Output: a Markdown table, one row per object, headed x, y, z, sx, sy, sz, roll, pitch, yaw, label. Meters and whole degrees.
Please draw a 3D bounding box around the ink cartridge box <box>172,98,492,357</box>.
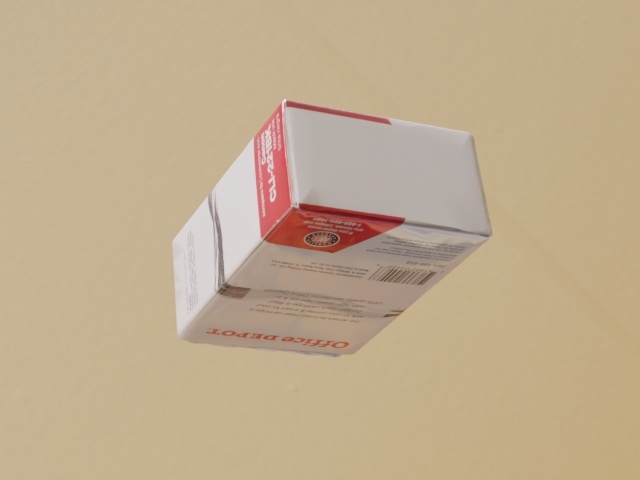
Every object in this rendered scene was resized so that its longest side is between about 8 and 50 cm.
| x | y | z | sx | sy | sz | roll | pitch | yaw | label |
| --- | --- | --- | --- | --- | --- | --- | --- | --- | --- |
| 0.000 | 0.000 | 1.272 | 0.197 | 0.273 | 0.114 | 8 | -121 | -26 | ink cartridge box |
